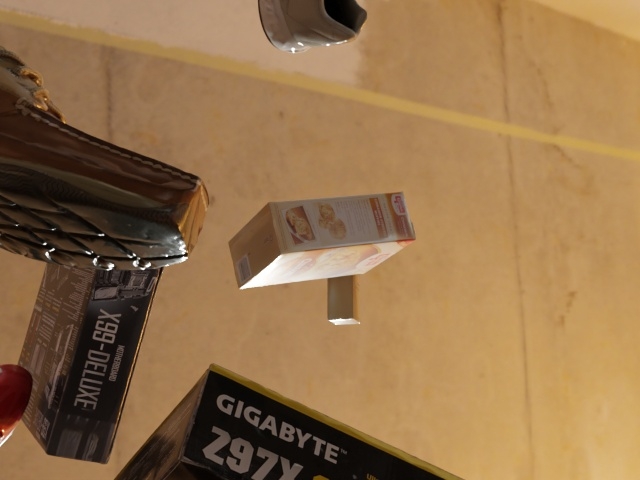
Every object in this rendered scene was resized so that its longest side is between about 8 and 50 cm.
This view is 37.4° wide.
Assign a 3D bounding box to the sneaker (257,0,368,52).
[{"bbox_3d":[-0.015,-0.316,0.948,0.099,0.121,0.262,-44,-51,-35],"label":"sneaker"}]

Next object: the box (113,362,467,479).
[{"bbox_3d":[-0.040,0.242,0.688,0.257,0.322,0.079,28,-136,-13],"label":"box"}]

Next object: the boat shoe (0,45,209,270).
[{"bbox_3d":[-0.227,-0.074,0.607,0.323,0.122,0.120,15,-113,3],"label":"boat shoe"}]

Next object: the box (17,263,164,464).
[{"bbox_3d":[-0.305,0.122,1.188,0.076,0.307,0.243,17,-96,-26],"label":"box"}]

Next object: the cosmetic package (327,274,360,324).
[{"bbox_3d":[0.035,0.067,1.428,0.060,0.041,0.115,39,-131,-73],"label":"cosmetic package"}]

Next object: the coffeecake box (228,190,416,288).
[{"bbox_3d":[0.000,0.000,1.172,0.185,0.142,0.068,-6,-107,-28],"label":"coffeecake box"}]

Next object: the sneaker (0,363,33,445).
[{"bbox_3d":[-0.396,0.257,1.086,0.087,0.128,0.221,33,-85,-38],"label":"sneaker"}]
